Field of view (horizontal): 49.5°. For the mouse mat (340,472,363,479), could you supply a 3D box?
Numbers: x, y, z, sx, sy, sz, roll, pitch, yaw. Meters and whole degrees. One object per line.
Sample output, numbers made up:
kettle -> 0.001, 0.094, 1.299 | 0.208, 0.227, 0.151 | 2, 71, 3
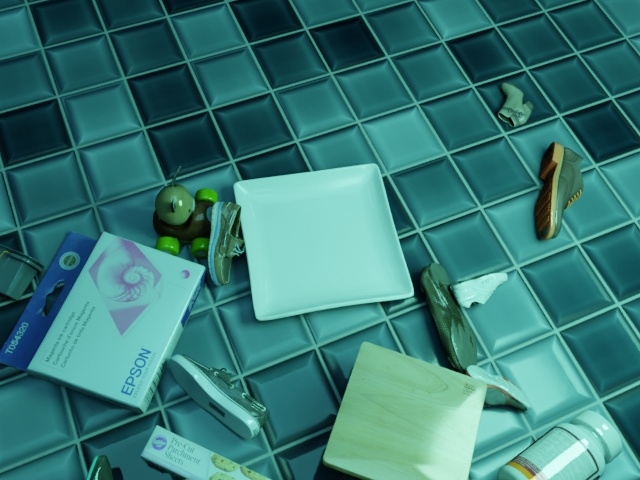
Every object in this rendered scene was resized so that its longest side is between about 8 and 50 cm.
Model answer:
mouse mat -> 0.138, 0.401, 1.367 | 0.189, 0.007, 0.153 | 7, 62, 0

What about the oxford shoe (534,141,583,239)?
oxford shoe -> 0.570, -0.113, 1.626 | 0.098, 0.097, 0.271 | 19, 62, -1

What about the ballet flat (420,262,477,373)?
ballet flat -> 0.266, 0.167, 1.478 | 0.084, 0.058, 0.250 | 3, 60, -45

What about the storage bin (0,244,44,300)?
storage bin -> -0.664, 0.061, 1.441 | 0.135, 0.098, 0.091 | 20, 73, 6

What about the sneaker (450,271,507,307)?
sneaker -> 0.349, 0.106, 1.512 | 0.152, 0.053, 0.061 | -14, 88, -29

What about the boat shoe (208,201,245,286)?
boat shoe -> -0.199, 0.008, 1.483 | 0.066, 0.066, 0.183 | 0, 89, 13

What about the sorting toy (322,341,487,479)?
sorting toy -> 0.161, 0.360, 1.328 | 0.257, 0.089, 0.255 | 18, 55, 7

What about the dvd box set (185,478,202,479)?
dvd box set -> -0.042, 0.562, 1.129 | 0.420, 0.062, 0.308 | 3, 59, 7

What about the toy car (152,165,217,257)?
toy car -> -0.292, -0.072, 1.481 | 0.149, 0.188, 0.155 | 1, 62, -4

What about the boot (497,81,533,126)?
boot -> 0.484, -0.345, 1.771 | 0.087, 0.042, 0.118 | -39, 71, -19

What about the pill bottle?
pill bottle -> 0.456, 0.424, 1.314 | 0.221, 0.121, 0.121 | -29, 68, -19

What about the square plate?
square plate -> 0.000, 0.000, 1.545 | 0.344, 0.049, 0.347 | -9, 63, -8

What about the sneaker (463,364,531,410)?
sneaker -> 0.351, 0.312, 1.412 | 0.158, 0.065, 0.061 | 29, 18, -6

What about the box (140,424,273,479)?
box -> -0.174, 0.444, 1.287 | 0.324, 0.063, 0.067 | 24, 63, 8

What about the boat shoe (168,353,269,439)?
boat shoe -> -0.196, 0.291, 1.364 | 0.228, 0.080, 0.076 | 34, 47, 16

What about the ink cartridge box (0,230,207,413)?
ink cartridge box -> -0.447, 0.148, 1.422 | 0.330, 0.071, 0.324 | 18, 63, 4

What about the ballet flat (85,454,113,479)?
ballet flat -> -0.404, 0.527, 1.217 | 0.096, 0.095, 0.280 | 20, 72, -5
